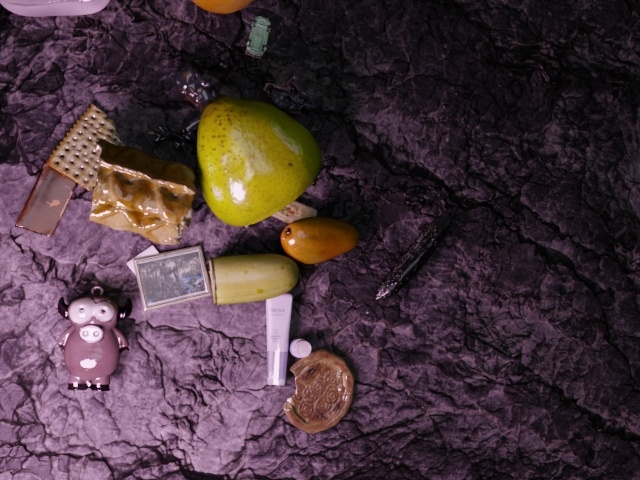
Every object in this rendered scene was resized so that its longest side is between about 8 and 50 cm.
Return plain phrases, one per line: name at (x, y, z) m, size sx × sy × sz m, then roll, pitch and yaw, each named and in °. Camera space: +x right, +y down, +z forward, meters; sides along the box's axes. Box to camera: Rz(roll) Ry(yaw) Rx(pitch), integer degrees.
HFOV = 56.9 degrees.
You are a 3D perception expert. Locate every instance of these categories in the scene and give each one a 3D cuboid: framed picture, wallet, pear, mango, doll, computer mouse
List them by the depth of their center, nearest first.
doll at (-0.564, 0.240, 1.457) m, size 0.182 × 0.117 × 0.257 m, roll 5°, pitch 86°, yaw -11°
wallet at (-0.692, -0.100, 1.499) m, size 0.095 × 0.026 × 0.176 m, roll 21°, pitch 74°, yaw -14°
computer mouse at (-0.677, -0.670, 1.516) m, size 0.297 × 0.121 × 0.184 m, roll -6°, pitch 98°, yaw -2°
pear at (-0.180, -0.239, 1.541) m, size 0.342 × 0.239 × 0.318 m, roll -41°, pitch 115°, yaw -16°
wallet at (-0.466, 0.053, 1.559) m, size 0.083 × 0.011 × 0.044 m, roll -38°, pitch 96°, yaw -17°
framed picture at (-0.392, 0.099, 1.570) m, size 0.183 × 0.011 × 0.141 m, roll -12°, pitch 92°, yaw -20°
mango at (0.000, 0.000, 1.648) m, size 0.254 × 0.113 × 0.138 m, roll -1°, pitch 124°, yaw -34°

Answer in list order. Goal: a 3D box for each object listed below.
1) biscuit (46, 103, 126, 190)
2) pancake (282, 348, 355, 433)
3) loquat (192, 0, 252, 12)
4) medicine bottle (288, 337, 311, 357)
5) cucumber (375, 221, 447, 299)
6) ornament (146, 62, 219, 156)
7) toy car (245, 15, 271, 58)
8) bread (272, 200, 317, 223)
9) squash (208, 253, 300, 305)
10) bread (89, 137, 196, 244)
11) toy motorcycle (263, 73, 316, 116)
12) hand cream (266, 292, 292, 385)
biscuit at (-0.597, -0.241, 1.539) m, size 0.144 × 0.016 × 0.203 m, roll 36°, pitch 70°, yaw -11°
pancake at (-0.001, 0.421, 1.646) m, size 0.212 × 0.029 × 0.234 m, roll 3°, pitch 89°, yaw -22°
loquat at (-0.267, -0.745, 1.573) m, size 0.263 × 0.263 × 0.262 m, roll 2°, pitch 84°, yaw -16°
medicine bottle at (-0.057, 0.294, 1.616) m, size 0.052 × 0.089 × 0.052 m, roll 2°, pitch 84°, yaw -17°
cucumber at (0.267, 0.068, 1.748) m, size 0.072 × 0.072 × 0.300 m, roll 43°, pitch 76°, yaw -9°
ornament at (-0.383, -0.341, 1.589) m, size 0.236 × 0.080 × 0.202 m, roll -45°, pitch 101°, yaw -16°
toy car at (-0.179, -0.587, 1.699) m, size 0.059 × 0.035 × 0.121 m, roll 15°, pitch 72°, yaw -15°
bread at (-0.086, -0.083, 1.679) m, size 0.154 × 0.028 × 0.068 m, roll 24°, pitch 76°, yaw -15°
squash at (-0.171, 0.096, 1.581) m, size 0.247 × 0.132 × 0.132 m, roll -6°, pitch 86°, yaw -16°
bread at (-0.450, -0.118, 1.481) m, size 0.252 × 0.196 × 0.238 m, roll 10°, pitch 84°, yaw -25°
toy motorcycle at (-0.092, -0.409, 1.649) m, size 0.084 × 0.213 × 0.118 m, roll -41°, pitch 80°, yaw 26°
hand cream at (-0.115, 0.268, 1.622) m, size 0.080 × 0.048 × 0.254 m, roll -1°, pitch 85°, yaw 15°
